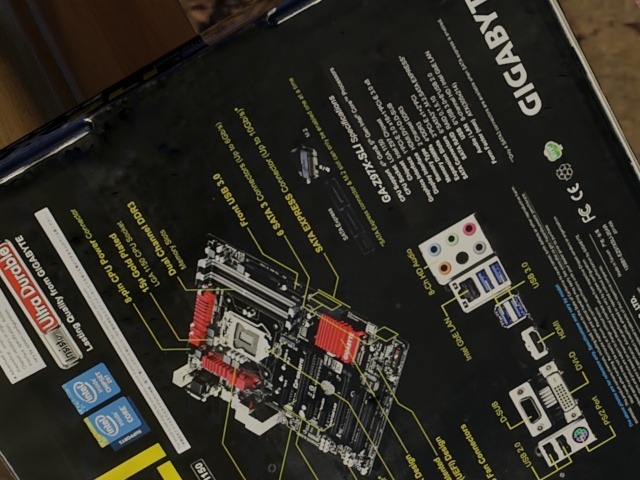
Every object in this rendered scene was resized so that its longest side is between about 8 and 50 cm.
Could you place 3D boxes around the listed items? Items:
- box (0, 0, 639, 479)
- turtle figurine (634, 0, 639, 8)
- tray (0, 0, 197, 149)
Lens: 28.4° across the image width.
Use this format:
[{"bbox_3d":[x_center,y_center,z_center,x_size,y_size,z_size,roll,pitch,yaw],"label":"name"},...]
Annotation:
[{"bbox_3d":[0.023,0.064,0.501,0.257,0.079,0.322,-30,103,0],"label":"box"},{"bbox_3d":[0.296,-0.190,0.799,0.275,0.198,0.266,16,49,-53],"label":"turtle figurine"},{"bbox_3d":[-0.133,-0.101,0.701,0.411,0.076,0.203,62,21,8],"label":"tray"}]
